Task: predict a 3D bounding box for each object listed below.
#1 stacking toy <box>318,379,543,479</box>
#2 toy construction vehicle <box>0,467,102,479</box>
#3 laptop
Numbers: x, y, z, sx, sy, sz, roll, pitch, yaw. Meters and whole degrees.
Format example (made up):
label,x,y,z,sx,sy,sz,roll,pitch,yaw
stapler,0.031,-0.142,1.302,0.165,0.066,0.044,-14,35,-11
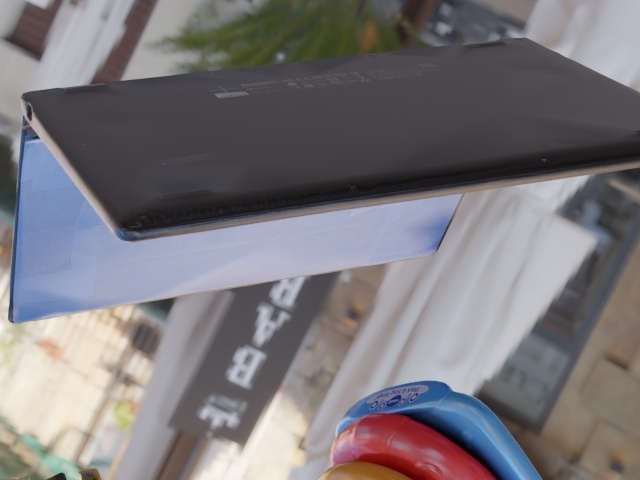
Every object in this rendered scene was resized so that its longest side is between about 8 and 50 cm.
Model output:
label,x,y,z,sx,sy,sz,roll,pitch,yaw
stacking toy,0.014,0.244,0.977,0.166,0.302,0.175,55,146,-11
toy construction vehicle,-0.236,0.209,1.255,0.098,0.035,0.086,-15,173,4
laptop,0.000,0.000,1.046,0.382,0.236,0.408,-9,-157,-20
